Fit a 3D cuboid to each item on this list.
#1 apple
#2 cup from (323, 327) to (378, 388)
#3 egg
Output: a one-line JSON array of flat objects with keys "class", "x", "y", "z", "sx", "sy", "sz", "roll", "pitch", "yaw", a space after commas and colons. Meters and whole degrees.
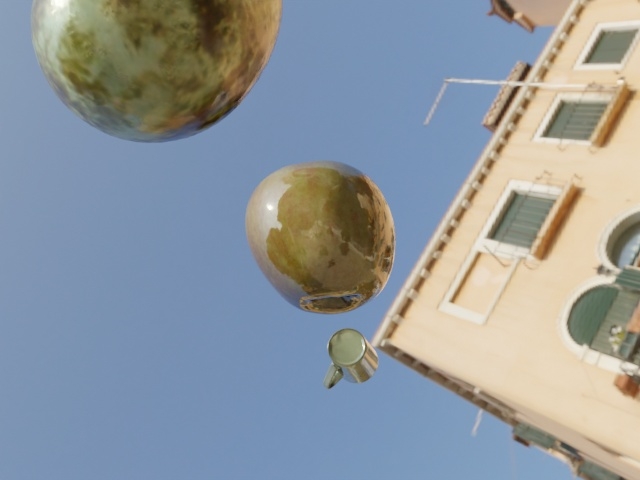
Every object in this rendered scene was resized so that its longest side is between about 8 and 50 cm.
[{"class": "apple", "x": 0.000, "y": 0.000, "z": 1.146, "sx": 0.257, "sy": 0.257, "sz": 0.233, "roll": 12, "pitch": -117, "yaw": -35}, {"class": "cup", "x": 0.030, "y": 0.146, "z": 0.845, "sx": 0.075, "sy": 0.054, "sz": 0.083, "roll": -20, "pitch": -26, "yaw": 4}, {"class": "egg", "x": -0.169, "y": -0.237, "z": 0.750, "sx": 0.289, "sy": 0.238, "sz": 0.238, "roll": -41, "pitch": -59, "yaw": -34}]
